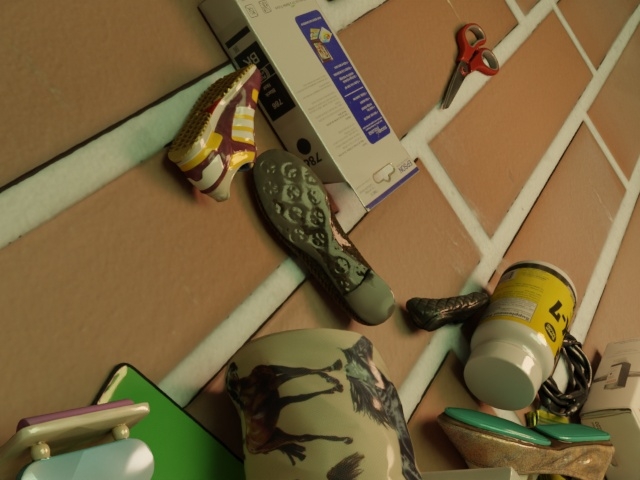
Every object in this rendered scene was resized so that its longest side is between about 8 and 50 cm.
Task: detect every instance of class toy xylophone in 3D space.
[{"bbox_3d":[-0.182,0.289,0.603,0.236,0.081,0.323,-15,83,-50],"label":"toy xylophone"}]

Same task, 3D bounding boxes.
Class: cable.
[{"bbox_3d":[0.370,0.194,1.315,0.184,0.047,0.151,-16,74,-54],"label":"cable"}]

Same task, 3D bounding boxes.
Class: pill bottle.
[{"bbox_3d":[0.282,0.132,1.182,0.119,0.119,0.208,51,45,-14],"label":"pill bottle"}]

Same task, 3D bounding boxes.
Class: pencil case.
[{"bbox_3d":[0.009,0.274,0.723,0.160,0.183,0.410,40,31,-48],"label":"pencil case"}]

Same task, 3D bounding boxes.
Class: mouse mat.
[{"bbox_3d":[-0.144,0.220,0.752,0.190,0.007,0.153,47,41,-20],"label":"mouse mat"}]

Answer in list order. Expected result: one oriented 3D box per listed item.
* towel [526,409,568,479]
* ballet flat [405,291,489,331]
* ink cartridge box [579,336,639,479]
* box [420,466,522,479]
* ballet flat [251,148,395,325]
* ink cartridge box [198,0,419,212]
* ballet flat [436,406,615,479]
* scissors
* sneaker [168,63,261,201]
[{"bbox_3d":[0.352,0.367,1.207,0.102,0.021,0.237,18,56,-40],"label":"towel"},{"bbox_3d":[0.181,0.088,1.152,0.173,0.057,0.049,-4,51,-52],"label":"ballet flat"},{"bbox_3d":[0.515,0.281,1.371,0.218,0.092,0.159,-42,108,-49],"label":"ink cartridge box"},{"bbox_3d":[0.120,0.334,0.824,0.119,0.181,0.182,52,37,-38],"label":"box"},{"bbox_3d":[0.000,0.000,1.007,0.084,0.058,0.250,-40,96,-15],"label":"ballet flat"},{"bbox_3d":[-0.008,-0.194,1.097,0.333,0.065,0.165,58,39,-4],"label":"ink cartridge box"},{"bbox_3d":[0.271,0.290,1.094,0.316,0.107,0.106,15,91,-31],"label":"ballet flat"},{"bbox_3d":[0.248,-0.314,1.489,0.109,0.021,0.297,60,40,-8],"label":"scissors"},{"bbox_3d":[-0.104,-0.124,0.955,0.084,0.069,0.185,51,45,-28],"label":"sneaker"}]
